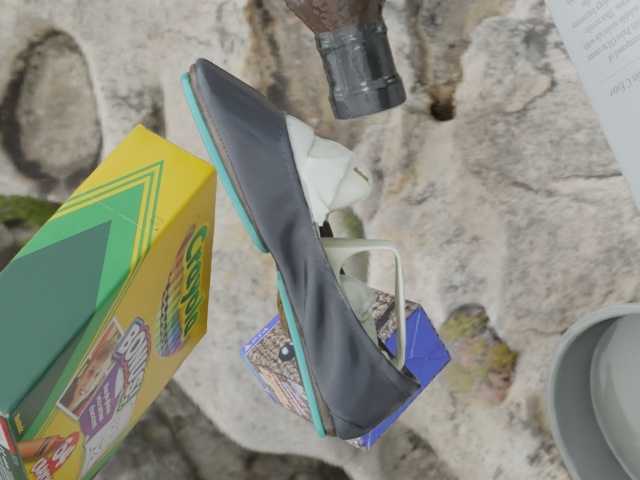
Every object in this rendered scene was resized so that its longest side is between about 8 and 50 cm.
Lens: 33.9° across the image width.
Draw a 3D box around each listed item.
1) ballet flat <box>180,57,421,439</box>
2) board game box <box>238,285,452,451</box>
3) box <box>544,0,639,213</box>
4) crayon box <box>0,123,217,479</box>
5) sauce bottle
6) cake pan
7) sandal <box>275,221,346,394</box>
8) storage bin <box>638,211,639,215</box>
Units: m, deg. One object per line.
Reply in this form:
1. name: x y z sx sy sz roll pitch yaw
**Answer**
1. ballet flat: 0.000 0.000 0.508 0.074 0.074 0.203 -11 108 33
2. board game box: 0.040 0.204 1.863 0.291 0.232 0.141 16 144 53
3. box: 0.306 -0.097 0.648 0.345 0.168 0.215 68 158 5
4. crayon box: -0.238 0.107 1.098 0.106 0.313 0.363 31 150 11
5. sauce bottle: -0.001 -0.278 0.921 0.111 0.111 0.344 -6 106 32
6. cake pan: 0.332 0.177 0.921 0.293 0.054 0.293 32 136 36
7. sandal: -0.014 0.060 1.027 0.060 0.090 0.219 -37 67 48
8. storage bin: 0.440 -0.069 1.256 0.098 0.091 0.135 -16 89 46
